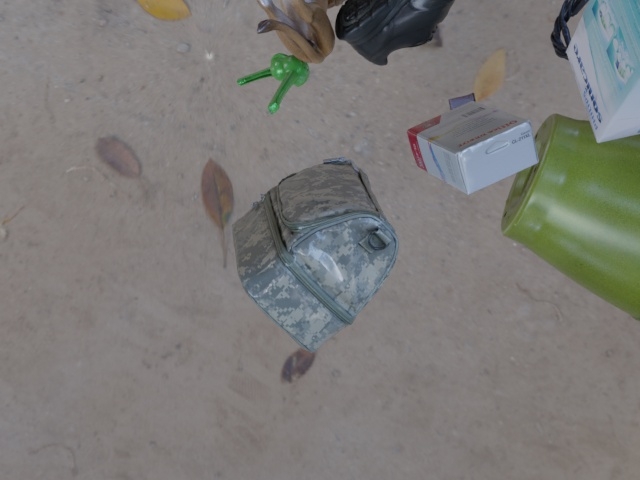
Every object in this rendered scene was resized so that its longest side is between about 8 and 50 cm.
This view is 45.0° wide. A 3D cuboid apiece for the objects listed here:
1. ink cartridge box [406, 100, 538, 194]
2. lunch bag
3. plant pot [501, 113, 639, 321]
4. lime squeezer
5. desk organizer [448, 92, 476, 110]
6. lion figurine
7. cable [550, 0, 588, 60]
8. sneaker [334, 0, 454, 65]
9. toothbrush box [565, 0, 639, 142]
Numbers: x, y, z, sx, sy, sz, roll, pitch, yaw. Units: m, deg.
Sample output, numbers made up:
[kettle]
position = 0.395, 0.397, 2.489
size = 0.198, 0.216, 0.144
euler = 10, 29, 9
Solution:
[ink cartridge box]
position = 0.231, -0.146, 1.192
size = 0.127, 0.175, 0.072
euler = -24, 115, -9
[lunch bag]
position = 0.000, 0.000, 1.358
size = 0.256, 0.305, 0.212
euler = -38, 114, 9
[plant pot]
position = 0.529, -0.057, 1.383
size = 0.352, 0.366, 0.367
euler = 22, 100, 5
[lime squeezer]
position = -0.075, -0.288, 1.387
size = 0.058, 0.310, 0.110
euler = 36, 96, -25
[desk organizer]
position = 0.268, -0.202, 1.432
size = 0.050, 0.047, 0.130
euler = -14, 94, -6
[lion figurine]
position = -0.025, -0.406, 1.299
size = 0.142, 0.392, 0.240
euler = -7, 144, 24
[cable]
position = 0.604, -0.494, 1.748
size = 0.047, 0.150, 0.185
euler = -4, 122, -41
[sneaker]
position = 0.165, -0.394, 1.263
size = 0.286, 0.109, 0.130
euler = -28, 136, 26
[toothbrush box]
position = 0.385, -0.223, 0.731
size = 0.216, 0.295, 0.126
euler = -13, 72, 2
